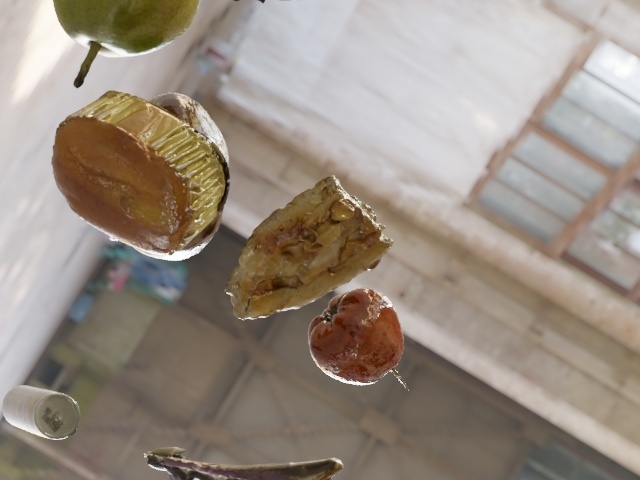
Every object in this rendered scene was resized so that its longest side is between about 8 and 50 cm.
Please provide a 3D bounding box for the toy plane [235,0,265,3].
[{"bbox_3d":[-0.084,-0.345,1.597,0.155,0.381,0.106,-39,167,17],"label":"toy plane"}]

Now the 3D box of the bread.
[{"bbox_3d":[-0.196,-0.070,1.888,0.114,0.190,0.132,-40,149,-48],"label":"bread"}]

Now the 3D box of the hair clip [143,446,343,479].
[{"bbox_3d":[-0.106,0.329,2.484,0.106,0.292,0.084,-27,123,-80],"label":"hair clip"}]

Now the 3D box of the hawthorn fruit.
[{"bbox_3d":[0.051,0.120,2.236,0.125,0.140,0.125,-170,-90,-68],"label":"hawthorn fruit"}]

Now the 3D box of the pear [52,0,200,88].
[{"bbox_3d":[-0.234,-0.276,2.067,0.180,0.166,0.216,13,-108,41],"label":"pear"}]

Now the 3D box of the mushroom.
[{"bbox_3d":[-0.171,-0.071,2.156,0.194,0.138,0.231,-67,-162,-3],"label":"mushroom"}]

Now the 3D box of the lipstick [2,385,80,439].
[{"bbox_3d":[-0.355,0.215,2.254,0.059,0.059,0.264,-59,-165,-12],"label":"lipstick"}]

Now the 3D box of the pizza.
[{"bbox_3d":[0.000,0.000,1.794,0.182,0.062,0.161,-15,136,-28],"label":"pizza"}]
